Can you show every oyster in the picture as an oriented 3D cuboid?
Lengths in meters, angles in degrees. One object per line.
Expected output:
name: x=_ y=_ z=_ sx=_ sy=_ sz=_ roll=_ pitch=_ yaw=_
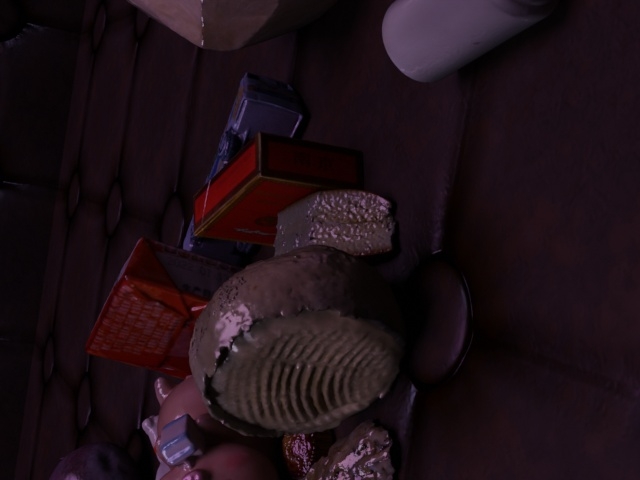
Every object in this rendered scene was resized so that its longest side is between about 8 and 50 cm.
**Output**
oyster: x=0.019 y=0.296 z=1.158 sx=0.209 sy=0.072 sz=0.133 roll=-45 pitch=47 yaw=48

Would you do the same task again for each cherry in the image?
cherry: x=-0.442 y=0.505 z=1.901 sx=0.266 sy=0.183 sz=0.213 roll=61 pitch=147 yaw=28

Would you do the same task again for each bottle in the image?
bottle: x=0.164 y=-0.247 z=0.979 sx=0.245 sy=0.104 sz=0.104 roll=-22 pitch=63 yaw=60

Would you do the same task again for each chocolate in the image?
chocolate: x=-0.227 y=0.117 z=1.536 sx=0.237 sy=0.235 sz=0.108 roll=125 pitch=156 yaw=-45

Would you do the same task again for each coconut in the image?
coconut: x=-0.125 y=-0.450 z=1.350 sx=0.415 sy=0.344 sz=0.415 roll=-36 pitch=48 yaw=54

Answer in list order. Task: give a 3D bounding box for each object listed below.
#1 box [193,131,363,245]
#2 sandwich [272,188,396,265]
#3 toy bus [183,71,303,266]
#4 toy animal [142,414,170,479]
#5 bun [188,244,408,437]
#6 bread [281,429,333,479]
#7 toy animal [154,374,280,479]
box: x=-0.065 y=-0.064 z=1.333 sx=0.240 sy=0.153 sz=0.074 roll=-35 pitch=57 yaw=56
sandwich: x=0.000 y=0.000 z=1.259 sx=0.258 sy=0.096 sz=0.094 roll=-27 pitch=54 yaw=56
toy bus: x=-0.131 y=-0.100 z=1.536 sx=0.136 sy=0.109 sz=0.330 roll=-102 pitch=32 yaw=-53
toy animal: x=-0.209 y=0.408 z=1.514 sx=0.138 sy=0.140 sz=0.282 roll=-63 pitch=34 yaw=17
bun: x=-0.031 y=0.106 z=1.126 sx=0.152 sy=0.259 sz=0.259 roll=-103 pitch=33 yaw=-44
bread: x=-0.022 y=0.274 z=1.261 sx=0.085 sy=0.053 sz=0.085 roll=-26 pitch=61 yaw=59
toy animal: x=-0.133 y=0.311 z=1.309 sx=0.195 sy=0.213 sz=0.256 roll=-26 pitch=29 yaw=14
